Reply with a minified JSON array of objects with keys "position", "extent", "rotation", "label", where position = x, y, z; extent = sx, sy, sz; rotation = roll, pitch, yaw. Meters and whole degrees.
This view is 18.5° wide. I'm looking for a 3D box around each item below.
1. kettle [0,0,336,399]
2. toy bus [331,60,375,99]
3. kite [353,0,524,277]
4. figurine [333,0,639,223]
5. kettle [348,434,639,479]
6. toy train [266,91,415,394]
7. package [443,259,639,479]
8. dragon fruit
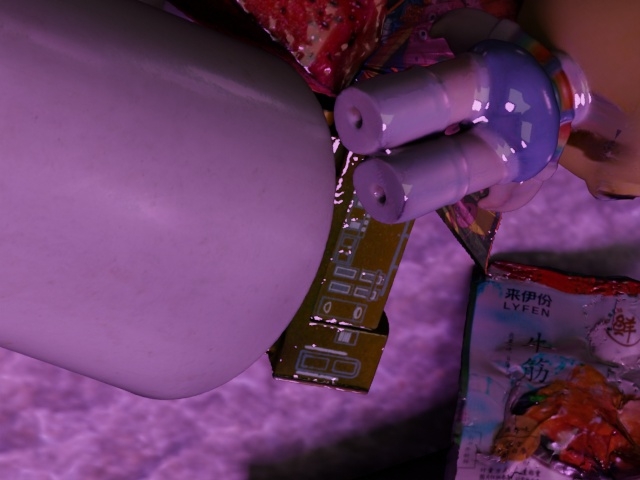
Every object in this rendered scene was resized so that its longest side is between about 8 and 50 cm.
[{"position":[-0.243,-0.055,1.241],"extent":[0.377,0.361,0.250],"rotation":[21,71,-47],"label":"kettle"},{"position":[0.030,-0.075,1.475],"extent":[0.052,0.037,0.130],"rotation":[-21,113,-16],"label":"toy bus"},{"position":[0.104,-0.130,1.474],"extent":[0.234,0.016,0.321],"rotation":[4,101,-30],"label":"kite"},{"position":[0.198,-0.101,1.386],"extent":[0.382,0.205,0.224],"rotation":[-37,102,-28],"label":"figurine"},{"position":[0.115,0.286,1.530],"extent":[0.308,0.203,0.262],"rotation":[-15,109,-11],"label":"kettle"},{"position":[0.000,0.000,1.439],"extent":[0.137,0.090,0.225],"rotation":[12,117,-14],"label":"toy train"},{"position":[0.182,0.112,1.478],"extent":[0.166,0.232,0.040],"rotation":[11,144,4],"label":"package"},{"position":[-0.066,-0.226,1.343],"extent":[0.262,0.189,0.163],"rotation":[41,52,-29],"label":"dragon fruit"}]
